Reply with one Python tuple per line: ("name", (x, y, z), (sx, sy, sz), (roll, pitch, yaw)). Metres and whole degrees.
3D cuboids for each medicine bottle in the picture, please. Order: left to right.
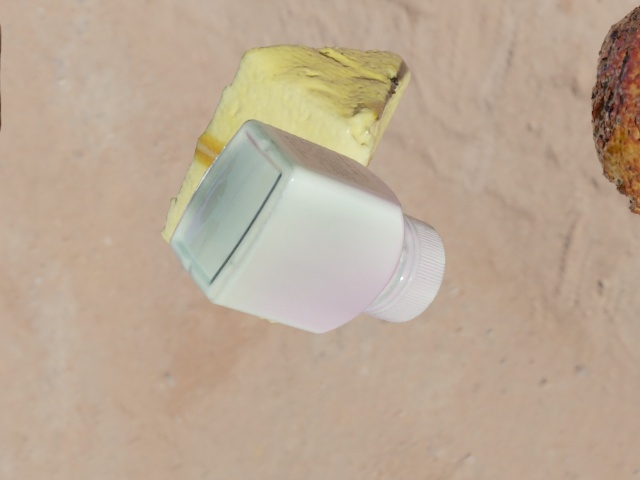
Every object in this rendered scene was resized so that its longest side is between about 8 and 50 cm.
("medicine bottle", (0.000, 0.000, 0.725), (0.074, 0.118, 0.055), (-58, 43, 15))

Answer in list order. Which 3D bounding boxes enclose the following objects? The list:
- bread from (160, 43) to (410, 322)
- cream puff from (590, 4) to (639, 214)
("bread", (0.011, -0.062, 1.691), (0.198, 0.236, 0.263), (42, 120, 27))
("cream puff", (0.350, -0.123, 1.580), (0.164, 0.240, 0.240), (-10, 102, 7))
